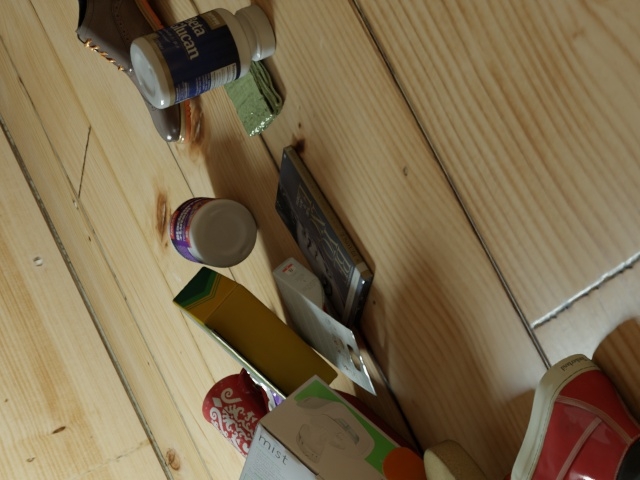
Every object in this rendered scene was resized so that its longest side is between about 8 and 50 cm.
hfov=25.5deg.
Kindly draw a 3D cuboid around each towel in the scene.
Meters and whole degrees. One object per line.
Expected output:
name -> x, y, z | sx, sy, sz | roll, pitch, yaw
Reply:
towel -> -0.093, -0.202, 1.915 | 0.110, 0.027, 0.148 | 64, 160, 4

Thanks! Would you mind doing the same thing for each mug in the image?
mug -> -0.124, 0.317, 2.507 | 0.169, 0.113, 0.150 | 43, 153, 43

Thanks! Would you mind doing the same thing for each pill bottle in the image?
pill bottle -> -0.180, -0.015, 2.252 | 0.193, 0.108, 0.108 | 7, 119, 68
pill bottle -> -0.146, -0.238, 1.790 | 0.094, 0.169, 0.094 | 53, 157, 33

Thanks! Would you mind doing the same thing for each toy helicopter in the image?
toy helicopter -> 0.186, 0.383, 1.694 | 0.235, 0.140, 0.355 | 41, 153, 54

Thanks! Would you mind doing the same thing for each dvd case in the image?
dvd case -> 0.000, 0.000, 1.917 | 0.221, 0.018, 0.164 | 58, 160, 22

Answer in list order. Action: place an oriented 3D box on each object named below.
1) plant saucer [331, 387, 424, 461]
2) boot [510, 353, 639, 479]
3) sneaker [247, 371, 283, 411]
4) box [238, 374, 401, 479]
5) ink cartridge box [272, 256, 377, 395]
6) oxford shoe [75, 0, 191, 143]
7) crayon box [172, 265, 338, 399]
plant saucer -> 0.098, 0.354, 2.032 | 0.259, 0.047, 0.258 | 34, 143, 57
boot -> 0.273, 0.250, 1.367 | 0.176, 0.088, 0.244 | 49, 152, 38
sneaker -> -0.064, 0.225, 2.328 | 0.071, 0.068, 0.170 | -10, 112, 56
box -> 0.025, 0.353, 1.888 | 0.262, 0.126, 0.231 | 39, 140, 18
ink cartridge box -> 0.017, 0.117, 1.958 | 0.179, 0.045, 0.145 | 32, 154, 41
oxford shoe -> -0.309, -0.309, 2.212 | 0.364, 0.132, 0.130 | 67, 161, -4
crayon box -> -0.096, 0.146, 2.095 | 0.203, 0.083, 0.323 | 44, 173, -15
